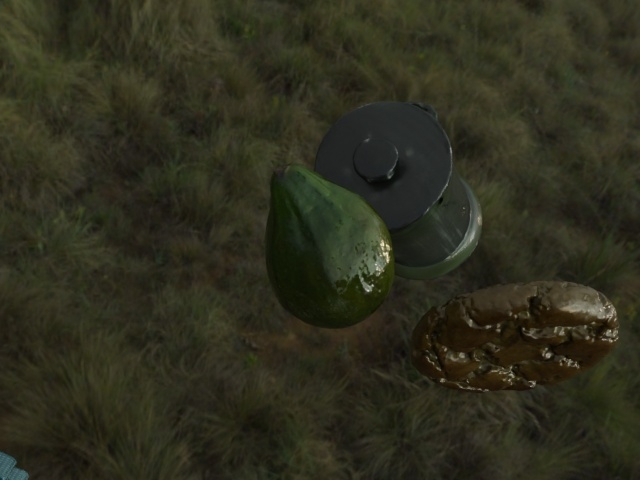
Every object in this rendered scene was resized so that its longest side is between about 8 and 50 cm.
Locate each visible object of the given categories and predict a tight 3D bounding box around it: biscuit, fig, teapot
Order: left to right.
[{"bbox_3d":[0.000,0.000,0.596,0.123,0.156,0.123,-16,44,16],"label":"fig"},{"bbox_3d":[0.104,-0.044,0.968,0.200,0.270,0.337,37,1,23],"label":"teapot"},{"bbox_3d":[0.200,0.110,0.689,0.225,0.226,0.042,8,55,-12],"label":"biscuit"}]

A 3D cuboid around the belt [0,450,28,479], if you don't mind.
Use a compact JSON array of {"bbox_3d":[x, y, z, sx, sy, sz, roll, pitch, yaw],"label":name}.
[{"bbox_3d":[-0.451,0.279,0.788,0.179,0.100,0.065,29,12,-12],"label":"belt"}]
